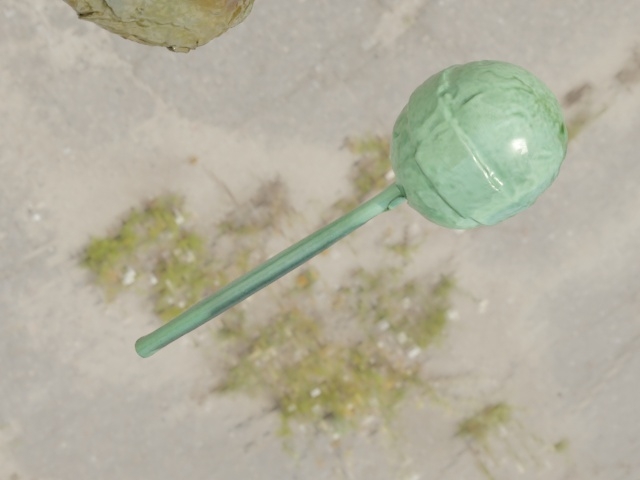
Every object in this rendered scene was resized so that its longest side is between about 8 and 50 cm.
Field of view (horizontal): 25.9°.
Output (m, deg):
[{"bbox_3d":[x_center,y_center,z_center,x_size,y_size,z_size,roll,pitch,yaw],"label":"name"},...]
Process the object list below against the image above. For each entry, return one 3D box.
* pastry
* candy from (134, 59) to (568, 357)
[{"bbox_3d":[-0.102,-0.173,0.792,0.153,0.153,0.081,-11,150,-37],"label":"pastry"},{"bbox_3d":[0.000,0.000,1.078,0.440,0.119,0.119,-31,157,33],"label":"candy"}]
